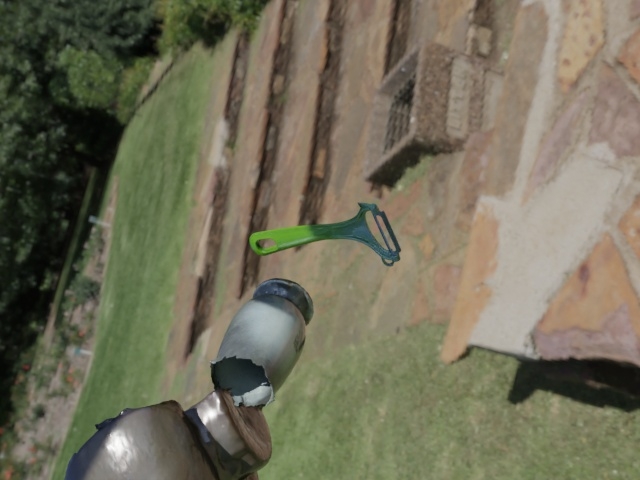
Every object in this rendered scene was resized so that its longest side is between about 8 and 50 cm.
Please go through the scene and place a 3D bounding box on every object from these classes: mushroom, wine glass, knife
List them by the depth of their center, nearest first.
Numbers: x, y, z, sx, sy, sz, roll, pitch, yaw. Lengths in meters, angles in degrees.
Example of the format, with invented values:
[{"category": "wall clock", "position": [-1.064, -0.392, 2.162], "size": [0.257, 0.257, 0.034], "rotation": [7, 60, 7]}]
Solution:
[{"category": "mushroom", "position": [-0.100, 0.190, 0.613], "size": [0.188, 0.141, 0.117], "rotation": [49, -160, -67]}, {"category": "knife", "position": [0.001, -0.002, 0.850], "size": [0.166, 0.078, 0.022], "rotation": [-5, 32, 33]}, {"category": "wine glass", "position": [-0.079, 0.142, 1.187], "size": [0.111, 0.111, 0.204], "rotation": [-61, -1, 34]}]
